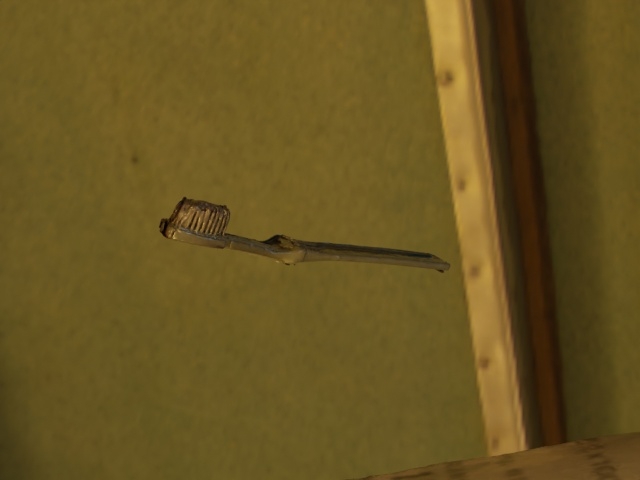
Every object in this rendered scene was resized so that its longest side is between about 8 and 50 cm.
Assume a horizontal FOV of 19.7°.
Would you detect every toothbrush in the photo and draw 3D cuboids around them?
[{"bbox_3d":[-0.002,0.005,1.218,0.294,0.026,0.028,13,106,-52],"label":"toothbrush"}]

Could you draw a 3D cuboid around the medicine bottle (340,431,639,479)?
[{"bbox_3d":[0.149,0.210,0.977,0.371,0.211,0.211,-9,121,-2],"label":"medicine bottle"}]
